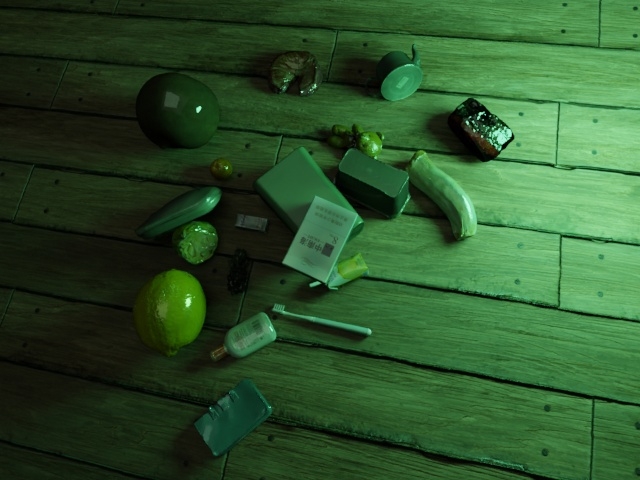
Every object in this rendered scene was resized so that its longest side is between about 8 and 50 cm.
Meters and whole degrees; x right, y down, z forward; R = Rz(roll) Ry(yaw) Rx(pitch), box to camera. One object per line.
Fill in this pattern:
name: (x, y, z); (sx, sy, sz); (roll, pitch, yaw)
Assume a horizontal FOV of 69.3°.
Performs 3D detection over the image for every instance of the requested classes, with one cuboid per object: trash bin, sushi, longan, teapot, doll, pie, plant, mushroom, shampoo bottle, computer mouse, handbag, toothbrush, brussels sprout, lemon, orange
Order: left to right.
lemon: (-0.488, 0.226, 1.506); (0.236, 0.235, 0.263); (-26, 53, -1)
longan: (-0.524, -0.467, 1.693); (0.298, 0.297, 0.296); (-2, 73, 7)
computer mouse: (-0.499, -0.106, 1.631); (0.331, 0.197, 0.094); (-25, 101, -1)
brussels sprout: (-0.446, -0.001, 1.627); (0.122, 0.152, 0.149); (34, 106, 51)
orange: (-0.368, -0.265, 1.723); (0.084, 0.070, 0.083); (-5, 77, 22)
handbag: (-0.277, 0.559, 1.469); (0.221, 0.057, 0.144); (-40, 68, -6)
plant: (-0.285, 0.104, 1.599); (0.085, 0.087, 0.174); (-10, 65, 30)
shampoo bottle: (-0.261, 0.332, 1.536); (0.221, 0.051, 0.108); (-29, 73, -2)
pie: (-0.102, -0.655, 1.816); (0.219, 0.054, 0.204); (-5, 73, 5)
trash bin: (-0.033, -0.116, 1.593); (0.223, 0.158, 0.343); (-40, 78, -4)
toothbrush: (0.001, 0.266, 1.537); (0.343, 0.025, 0.030); (14, 73, 12)
doll: (0.123, -0.362, 1.680); (0.210, 0.097, 0.137); (18, 82, 17)
teapot: (0.267, -0.626, 1.720); (0.239, 0.163, 0.148); (-34, 60, 27)
mushroom: (0.418, -0.159, 1.583); (0.123, 0.095, 0.351); (-39, 71, 15)
sushi: (0.556, -0.386, 1.609); (0.126, 0.136, 0.225); (-39, 77, 4)

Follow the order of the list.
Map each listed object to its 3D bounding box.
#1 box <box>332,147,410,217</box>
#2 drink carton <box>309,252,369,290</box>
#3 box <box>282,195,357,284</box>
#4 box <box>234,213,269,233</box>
box: (0.173, -0.205, 1.579); (0.274, 0.178, 0.138); (27, 78, 13)
drink carton: (0.059, 0.118, 1.548); (0.200, 0.074, 0.084); (-25, 71, 0)
box: (0.000, 0.000, 1.454); (0.155, 0.067, 0.242); (25, 81, 10)
box: (-0.245, -0.061, 1.661); (0.117, 0.036, 0.050); (8, 75, 9)
